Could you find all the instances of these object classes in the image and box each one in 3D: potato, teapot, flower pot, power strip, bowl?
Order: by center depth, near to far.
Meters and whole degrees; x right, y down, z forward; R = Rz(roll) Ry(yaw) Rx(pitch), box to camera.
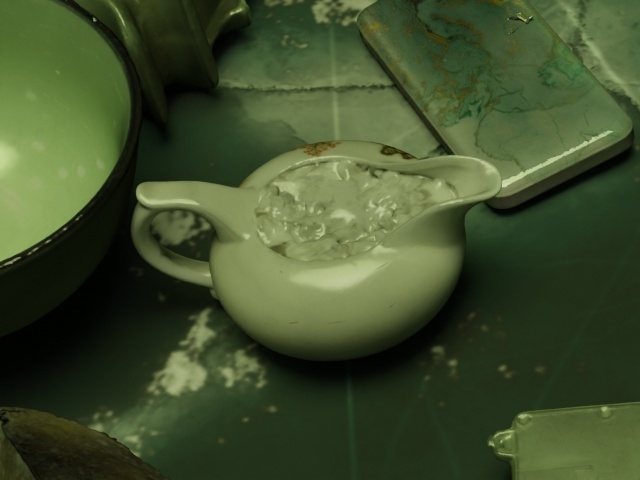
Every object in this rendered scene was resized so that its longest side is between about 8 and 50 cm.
[{"bbox_3d":[0.257,0.170,1.429,0.270,0.046,0.118,-5,50,7],"label":"power strip"},{"bbox_3d":[-0.161,0.230,1.466,0.120,0.100,0.261,8,20,-32],"label":"potato"},{"bbox_3d":[0.000,0.000,1.583,0.298,0.139,0.204,-8,50,6],"label":"teapot"},{"bbox_3d":[-0.314,-0.039,1.642,0.354,0.185,0.353,0,50,1],"label":"bowl"},{"bbox_3d":[-0.175,-0.276,1.858,0.254,0.164,0.367,8,52,27],"label":"flower pot"}]

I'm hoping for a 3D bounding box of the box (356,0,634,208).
[{"bbox_3d":[0.148,-0.143,1.743,0.142,0.044,0.285,-28,48,-6],"label":"box"}]
